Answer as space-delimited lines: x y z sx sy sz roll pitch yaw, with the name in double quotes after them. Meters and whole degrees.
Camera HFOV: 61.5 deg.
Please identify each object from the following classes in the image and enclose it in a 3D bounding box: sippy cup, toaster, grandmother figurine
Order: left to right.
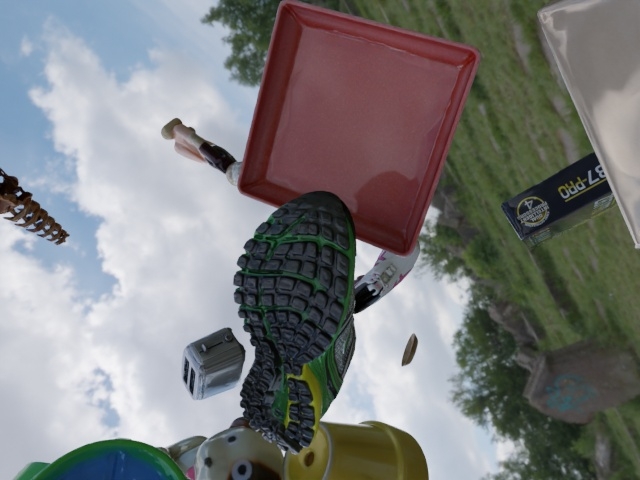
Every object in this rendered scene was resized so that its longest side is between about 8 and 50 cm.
-0.270 0.420 0.721 0.224 0.240 0.305 94 152 -49 "sippy cup"
-0.312 0.363 1.549 0.147 0.226 0.129 -16 -131 -33 "toaster"
-0.298 -0.233 1.531 0.342 0.104 0.208 35 -169 32 "grandmother figurine"

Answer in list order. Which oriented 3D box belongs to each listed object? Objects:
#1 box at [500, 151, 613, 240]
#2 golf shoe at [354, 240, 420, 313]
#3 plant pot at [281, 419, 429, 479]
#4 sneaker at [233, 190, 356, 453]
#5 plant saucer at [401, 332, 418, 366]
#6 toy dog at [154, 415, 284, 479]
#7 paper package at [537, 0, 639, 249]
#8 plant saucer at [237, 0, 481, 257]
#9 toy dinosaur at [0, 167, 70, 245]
0.579 -0.099 1.192 0.097 0.318 0.395 63 -162 16 "box"
0.119 0.071 1.007 0.067 0.186 0.086 41 -165 -10 "golf shoe"
0.059 0.497 1.154 0.239 0.254 0.254 31 -148 -28 "plant pot"
-0.019 0.090 0.659 0.146 0.134 0.343 -43 -31 -52 "sneaker"
0.208 0.255 1.243 0.015 0.083 0.083 21 -160 4 "plant saucer"
-0.234 0.592 1.235 0.396 0.408 0.284 21 -145 -22 "toy dog"
0.419 -0.149 0.492 0.168 0.310 0.324 -46 -65 -24 "paper package"
0.039 -0.142 0.686 0.259 0.258 0.048 22 -162 16 "plant saucer"
-0.485 -0.057 0.665 0.322 0.218 0.164 40 -155 -22 "toy dinosaur"
